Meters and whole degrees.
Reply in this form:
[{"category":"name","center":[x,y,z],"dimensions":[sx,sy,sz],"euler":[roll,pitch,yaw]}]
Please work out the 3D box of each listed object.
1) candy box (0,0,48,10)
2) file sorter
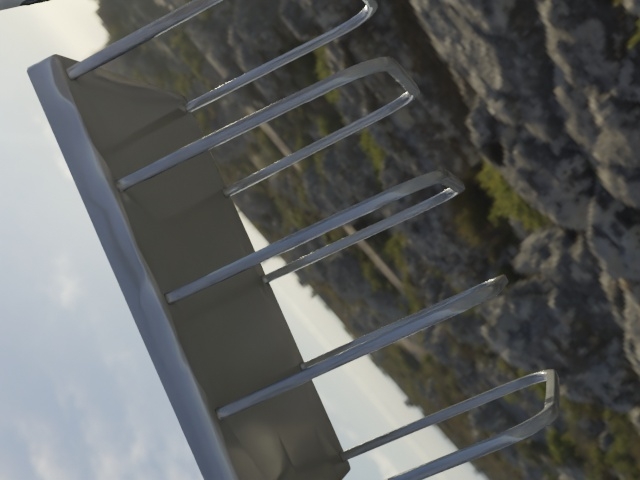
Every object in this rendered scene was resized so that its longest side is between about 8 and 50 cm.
[{"category":"candy box","center":[-0.123,-0.212,0.376],"dimensions":[0.196,0.165,0.070],"euler":[50,-143,6]},{"category":"file sorter","center":[0.000,0.000,0.603],"dimensions":[0.278,0.173,0.193],"euler":[65,-168,5]}]
